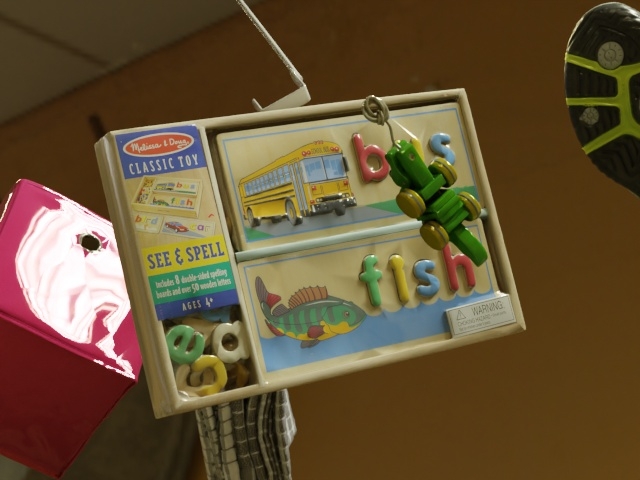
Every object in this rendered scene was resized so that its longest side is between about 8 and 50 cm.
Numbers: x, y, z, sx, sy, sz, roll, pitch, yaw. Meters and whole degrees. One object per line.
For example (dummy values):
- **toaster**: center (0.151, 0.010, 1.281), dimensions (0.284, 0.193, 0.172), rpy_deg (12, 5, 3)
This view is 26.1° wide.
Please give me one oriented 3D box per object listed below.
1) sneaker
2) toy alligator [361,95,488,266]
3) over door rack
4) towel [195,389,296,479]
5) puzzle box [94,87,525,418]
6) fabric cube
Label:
- **sneaker**: center (0.418, -0.111, 1.667), dimensions (0.145, 0.385, 0.147), rpy_deg (-27, 6, 27)
- **toy alligator**: center (0.088, -0.052, 1.265), dimensions (0.190, 0.056, 0.051), rpy_deg (53, -22, -13)
- **over door rack**: center (-0.080, -0.317, 1.464), dimensions (0.108, 0.324, 0.239), rpy_deg (-21, -44, 4)
- **towel**: center (-0.094, 0.161, 1.622), dimensions (0.121, 0.284, 0.235), rpy_deg (-10, 14, -5)
- **puzzle box**: center (0.000, 0.000, 1.368), dimensions (0.409, 0.272, 0.052), rpy_deg (-11, -7, -29)
- **fabric cube**: center (-0.393, 0.123, 1.922), dimensions (0.254, 0.258, 0.259), rpy_deg (30, -54, -16)
